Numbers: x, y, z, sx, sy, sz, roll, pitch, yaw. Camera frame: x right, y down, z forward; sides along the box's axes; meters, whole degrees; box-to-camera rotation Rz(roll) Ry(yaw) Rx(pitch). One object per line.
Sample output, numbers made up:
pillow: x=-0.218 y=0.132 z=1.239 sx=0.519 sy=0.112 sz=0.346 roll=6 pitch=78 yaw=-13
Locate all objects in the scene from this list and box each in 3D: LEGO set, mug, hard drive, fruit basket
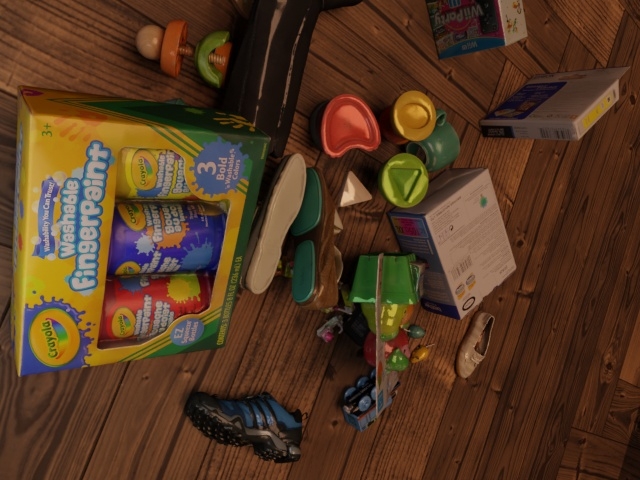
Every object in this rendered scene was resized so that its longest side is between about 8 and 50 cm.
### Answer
LEGO set: x=-0.012 y=0.114 z=1.323 sx=0.132 sy=0.107 sz=0.287 roll=-50 pitch=120 yaw=-19
mug: x=0.281 y=-0.256 z=1.464 sx=0.097 sy=0.130 sz=0.157 roll=-32 pitch=110 yaw=-25
hard drive: x=0.117 y=0.200 z=1.476 sx=0.135 sy=0.022 sz=0.094 roll=-52 pitch=121 yaw=-18
fruit basket: x=0.174 y=0.200 z=1.331 sx=0.327 sy=0.166 sz=0.352 roll=-1 pitch=86 yaw=-74

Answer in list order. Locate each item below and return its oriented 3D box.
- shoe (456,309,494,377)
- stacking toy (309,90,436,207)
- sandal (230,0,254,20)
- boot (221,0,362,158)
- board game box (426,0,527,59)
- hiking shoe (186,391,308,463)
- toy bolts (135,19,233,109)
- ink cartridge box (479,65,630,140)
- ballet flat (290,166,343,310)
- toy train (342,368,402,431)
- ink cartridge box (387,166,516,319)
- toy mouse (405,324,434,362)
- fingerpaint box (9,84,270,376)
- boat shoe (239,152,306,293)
shoe: x=0.478 y=0.322 z=1.722 sx=0.077 sy=0.058 sz=0.218 roll=26 pitch=82 yaw=-34
stacking toy: x=0.120 y=-0.216 z=1.365 sx=0.309 sy=0.130 sz=0.279 roll=-5 pitch=94 yaw=-23
sandal: x=-0.183 y=-0.562 z=1.129 sx=0.088 sy=0.079 sz=0.240 roll=-51 pitch=121 yaw=-19
boot: x=-0.049 y=-0.393 z=1.193 sx=0.367 sy=0.146 sz=0.444 roll=-4 pitch=108 yaw=-59
board game box: x=0.382 y=-0.639 z=1.425 sx=0.098 sy=0.224 sz=0.303 roll=-30 pitch=112 yaw=-30
hiking shoe: x=-0.168 y=0.401 z=1.275 sx=0.304 sy=0.113 sz=0.132 roll=36 pitch=45 yaw=-26
toy bolts: x=-0.270 y=-0.306 z=1.084 sx=0.159 sy=0.218 sz=0.228 roll=12 pitch=109 yaw=-7
ink cartridge box: x=0.675 y=-0.393 z=1.614 sx=0.307 sy=0.304 sz=0.072 roll=-38 pitch=119 yaw=-24
ballet flat: x=0.000 y=0.000 z=1.271 sx=0.124 sy=0.116 sz=0.342 roll=23 pitch=54 yaw=-42
toy train: x=0.137 y=0.418 z=1.491 sx=0.184 sy=0.080 sz=0.105 roll=-30 pitch=121 yaw=-31
ink cartridge box: x=0.384 y=0.031 z=1.562 sx=0.270 sy=0.151 sz=0.395 roll=-35 pitch=113 yaw=-26
toy mouse: x=0.260 y=0.292 z=1.583 sx=0.161 sy=0.031 sz=0.143 roll=-36 pitch=115 yaw=-26
fingerpaint box: x=-0.322 y=-0.009 z=0.973 sx=0.371 sy=0.163 sz=0.444 roll=-1 pitch=117 yaw=-35
boat shoe: x=-0.124 y=-0.047 z=1.223 sx=0.116 sy=0.099 sz=0.319 roll=24 pitch=84 yaw=-62
